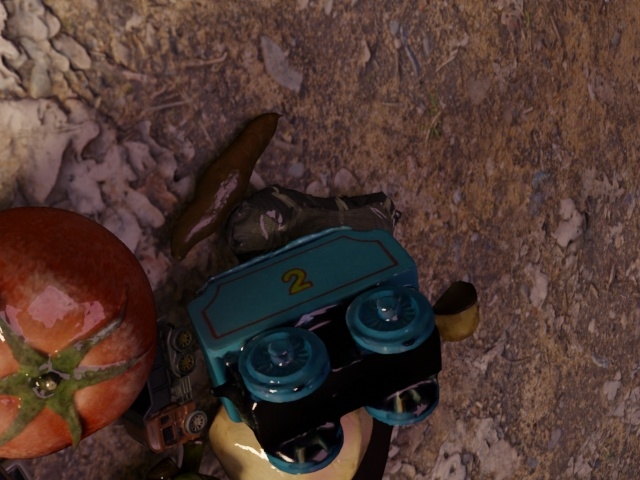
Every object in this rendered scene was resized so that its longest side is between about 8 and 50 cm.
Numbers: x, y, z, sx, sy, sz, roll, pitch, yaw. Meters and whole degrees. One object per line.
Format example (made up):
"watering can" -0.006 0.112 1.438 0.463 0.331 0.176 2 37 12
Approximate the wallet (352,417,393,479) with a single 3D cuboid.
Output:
"wallet" 0.064 0.351 1.453 0.229 0.049 0.182 23 80 -70

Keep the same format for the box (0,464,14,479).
"box" -0.394 0.405 0.944 0.065 0.200 0.344 10 97 -42

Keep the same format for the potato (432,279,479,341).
"potato" 0.260 0.144 1.631 0.096 0.066 0.103 -43 130 -23

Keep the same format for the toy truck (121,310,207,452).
"toy truck" -0.217 0.181 1.170 0.092 0.083 0.192 -22 115 -38

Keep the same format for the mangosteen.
"mangosteen" -0.200 0.371 1.178 0.172 0.172 0.184 4 118 -44

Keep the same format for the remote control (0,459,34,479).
"remote control" -0.446 0.354 1.034 0.261 0.029 0.067 -37 125 -31

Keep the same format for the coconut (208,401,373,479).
"coconut" -0.046 0.267 1.270 0.236 0.237 0.197 -2 137 -44

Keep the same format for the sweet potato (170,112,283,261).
"sweet potato" -0.124 -0.083 1.202 0.274 0.067 0.067 -57 133 -23

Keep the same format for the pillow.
"pillow" 0.000 0.000 1.321 0.335 0.092 0.162 0 96 -43

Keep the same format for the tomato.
"tomato" -0.307 0.088 0.949 0.264 0.265 0.265 -14 111 -41

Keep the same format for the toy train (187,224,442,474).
"toy train" -0.007 0.129 1.138 0.300 0.265 0.188 -22 130 -13
